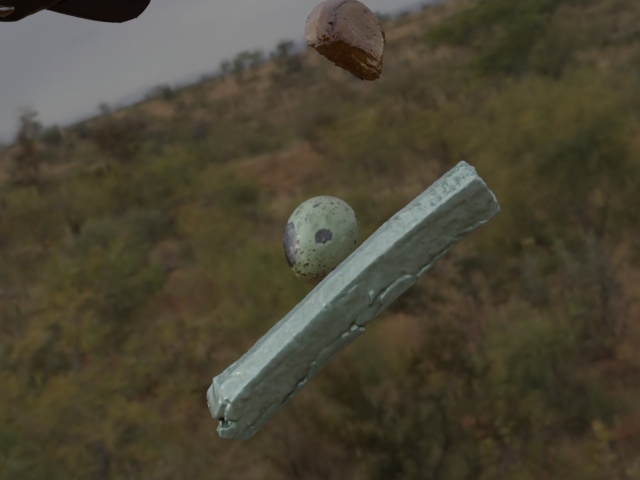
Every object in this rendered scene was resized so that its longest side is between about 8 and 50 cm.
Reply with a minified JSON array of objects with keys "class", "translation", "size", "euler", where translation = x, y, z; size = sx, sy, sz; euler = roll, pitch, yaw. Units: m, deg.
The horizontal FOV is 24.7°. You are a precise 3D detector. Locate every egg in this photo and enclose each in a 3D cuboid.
[{"class":"egg","translation":[0.000,0.000,1.628],"size":[0.085,0.085,0.110],"euler":[-12,40,45]}]

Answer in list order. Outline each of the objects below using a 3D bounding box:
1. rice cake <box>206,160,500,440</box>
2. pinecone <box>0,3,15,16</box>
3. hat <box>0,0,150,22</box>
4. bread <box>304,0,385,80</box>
[{"class":"rice cake","translation":[0.018,0.041,0.980],"size":[0.245,0.042,0.045],"euler":[-43,25,6]},{"class":"pinecone","translation":[-0.443,-0.316,1.631],"size":[0.202,0.229,0.201],"euler":[9,71,51]},{"class":"hat","translation":[-0.369,-0.426,1.955],"size":[0.336,0.238,0.209],"euler":[-4,-43,-26]},{"class":"bread","translation":[0.043,-0.290,2.051],"size":[0.044,0.126,0.129],"euler":[-48,19,36]}]
